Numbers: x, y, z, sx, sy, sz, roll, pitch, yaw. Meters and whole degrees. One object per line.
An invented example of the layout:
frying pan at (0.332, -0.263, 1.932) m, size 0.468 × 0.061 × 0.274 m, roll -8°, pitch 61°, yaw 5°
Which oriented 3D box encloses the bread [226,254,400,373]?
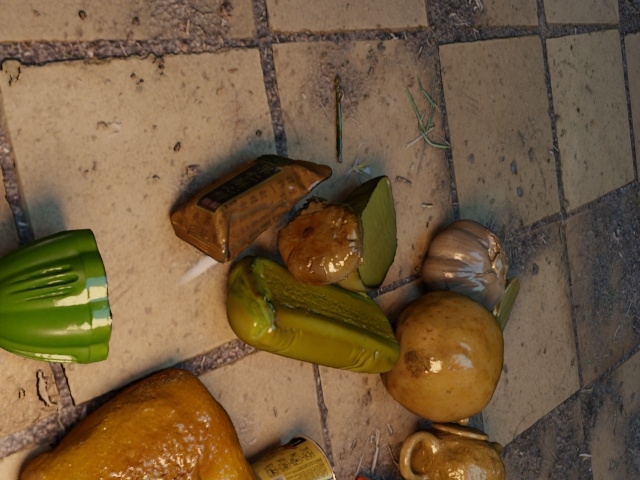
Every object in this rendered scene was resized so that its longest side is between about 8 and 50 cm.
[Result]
bread at (-0.014, 0.144, 1.364) m, size 0.383 × 0.112 × 0.166 m, roll 22°, pitch 36°, yaw -45°

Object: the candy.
candy at (-0.111, -0.068, 1.262) m, size 0.271 × 0.143 × 0.101 m, roll -40°, pitch 141°, yaw -35°

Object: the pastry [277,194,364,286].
pastry at (0.003, 0.003, 1.284) m, size 0.081 × 0.153 × 0.153 m, roll 30°, pitch 66°, yaw -69°

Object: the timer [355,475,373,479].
timer at (0.182, 0.592, 1.472) m, size 0.250 × 0.257 × 0.161 m, roll 44°, pitch 67°, yaw -34°

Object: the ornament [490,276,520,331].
ornament at (0.408, 0.185, 1.826) m, size 0.201 × 0.059 × 0.180 m, roll -61°, pitch 151°, yaw -15°

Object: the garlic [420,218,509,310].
garlic at (0.320, 0.062, 1.688) m, size 0.228 × 0.152 × 0.228 m, roll -10°, pitch 104°, yaw -47°

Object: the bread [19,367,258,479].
bread at (-0.233, 0.379, 1.118) m, size 0.337 × 0.148 × 0.328 m, roll -30°, pitch 111°, yaw -42°

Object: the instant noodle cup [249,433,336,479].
instant noodle cup at (-0.061, 0.410, 1.307) m, size 0.122 × 0.151 × 0.151 m, roll -8°, pitch 95°, yaw -36°

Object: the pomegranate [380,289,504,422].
pomegranate at (0.238, 0.225, 1.538) m, size 0.260 × 0.260 × 0.260 m, roll 0°, pitch 90°, yaw -46°

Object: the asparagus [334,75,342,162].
asparagus at (0.035, -0.229, 1.493) m, size 0.013 × 0.016 × 0.166 m, roll -3°, pitch 94°, yaw -31°

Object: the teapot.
teapot at (0.267, 0.429, 1.591) m, size 0.311 × 0.203 × 0.167 m, roll 18°, pitch 79°, yaw -40°

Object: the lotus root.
lotus root at (-0.366, 0.079, 0.992) m, size 0.186 × 0.186 × 0.186 m, roll 0°, pitch 90°, yaw -46°

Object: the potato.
potato at (0.059, -0.005, 1.437) m, size 0.271 × 0.111 × 0.160 m, roll -62°, pitch 143°, yaw -54°
